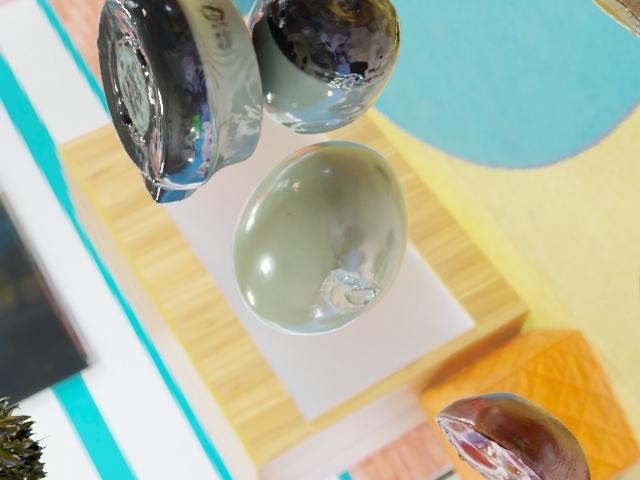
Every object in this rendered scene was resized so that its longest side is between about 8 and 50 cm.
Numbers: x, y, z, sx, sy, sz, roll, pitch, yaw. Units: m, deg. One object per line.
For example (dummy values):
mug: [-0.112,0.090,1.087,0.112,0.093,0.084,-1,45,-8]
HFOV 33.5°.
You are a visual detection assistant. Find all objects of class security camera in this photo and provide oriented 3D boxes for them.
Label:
security camera: [-0.053,-0.169,1.014,0.197,0.277,0.191,66,153,16]

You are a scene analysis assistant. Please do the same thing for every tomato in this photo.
tomato: [0.183,0.184,0.967,0.156,0.069,0.155,35,162,13]

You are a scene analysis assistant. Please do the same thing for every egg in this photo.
egg: [0.000,0.000,1.362,0.219,0.219,0.269,52,123,30]

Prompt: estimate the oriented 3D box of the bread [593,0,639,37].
bread: [0.446,-0.355,1.439,0.236,0.140,0.106,29,-149,-17]

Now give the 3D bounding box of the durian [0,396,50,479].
durian: [-0.397,0.295,0.996,0.158,0.352,0.169,41,160,-15]
